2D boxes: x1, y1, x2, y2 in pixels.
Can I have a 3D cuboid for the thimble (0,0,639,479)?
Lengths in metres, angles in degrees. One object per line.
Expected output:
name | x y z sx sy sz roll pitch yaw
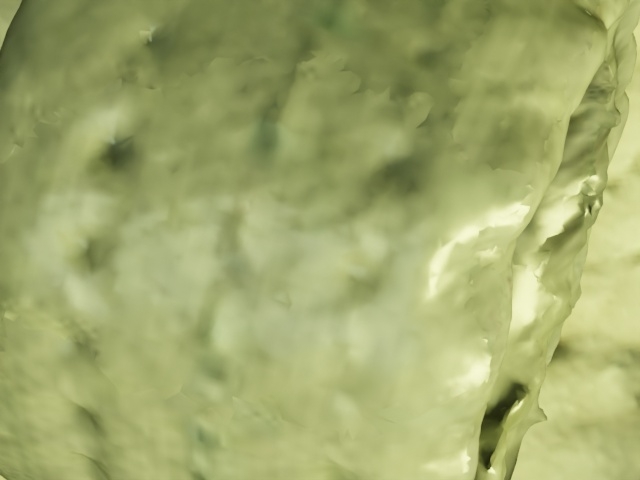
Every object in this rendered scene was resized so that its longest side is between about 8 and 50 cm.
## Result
thimble | 0.000 0.000 0.607 0.157 0.217 0.245 19 134 13
